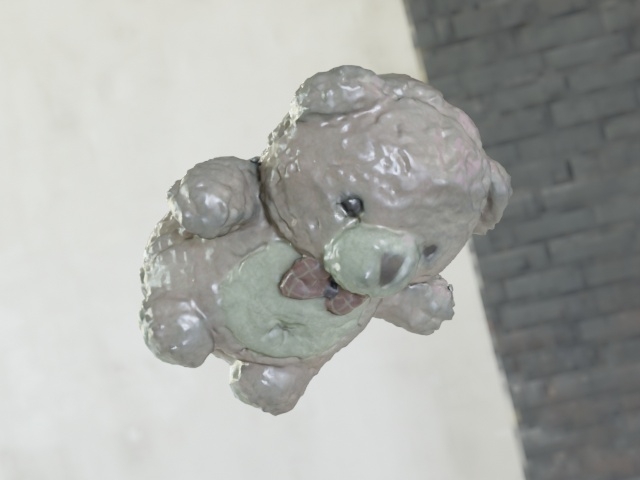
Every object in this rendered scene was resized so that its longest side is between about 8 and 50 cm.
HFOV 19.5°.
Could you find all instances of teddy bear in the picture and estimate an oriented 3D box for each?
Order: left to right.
[{"bbox_3d":[-0.001,0.000,1.268,0.267,0.151,0.236,-30,-45,35],"label":"teddy bear"}]
